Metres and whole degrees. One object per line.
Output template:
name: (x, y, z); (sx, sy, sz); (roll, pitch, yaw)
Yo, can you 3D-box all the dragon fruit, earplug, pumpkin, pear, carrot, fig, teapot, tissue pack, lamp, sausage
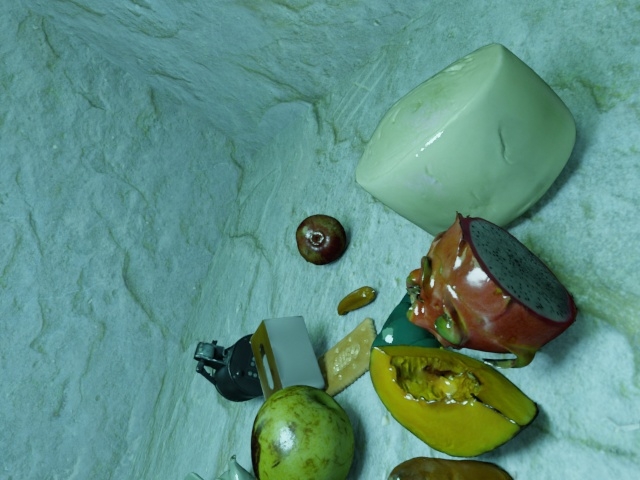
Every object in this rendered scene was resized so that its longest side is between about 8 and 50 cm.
dragon fruit: (0.312, 0.114, 0.885); (0.226, 0.305, 0.305); (-52, 26, 31)
earplug: (0.237, 0.224, 1.076); (0.257, 0.164, 0.280); (-20, 44, -4)
pumpkin: (0.257, 0.316, 0.898); (0.312, 0.169, 0.148); (25, 108, 32)
pear: (-0.051, 0.511, 1.112); (0.283, 0.283, 0.284); (-41, 32, 32)
carrot: (0.215, 0.442, 0.772); (0.159, 0.225, 0.159); (-48, 24, 30)
fig: (0.001, -0.001, 1.662); (0.205, 0.205, 0.205); (-41, 32, 32)
teapot: (-0.323, 0.824, 1.383); (0.318, 0.149, 0.220); (-38, 32, 34)
tissue pack: (-0.106, 0.374, 1.363); (0.159, 0.136, 0.246); (-57, 45, 45)
lamp: (-0.247, 0.454, 1.558); (0.272, 0.374, 0.205); (107, 176, -59)
sausage: (0.108, 0.189, 1.402); (0.183, 0.054, 0.062); (-35, 7, 44)

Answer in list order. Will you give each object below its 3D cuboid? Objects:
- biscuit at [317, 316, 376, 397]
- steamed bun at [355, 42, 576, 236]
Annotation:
biscuit: (0.076, 0.351, 1.312); (0.250, 0.030, 0.160); (-45, 30, 27)
steamed bun: (0.333, -0.199, 1.060); (0.456, 0.371, 0.290); (-41, 32, 38)
